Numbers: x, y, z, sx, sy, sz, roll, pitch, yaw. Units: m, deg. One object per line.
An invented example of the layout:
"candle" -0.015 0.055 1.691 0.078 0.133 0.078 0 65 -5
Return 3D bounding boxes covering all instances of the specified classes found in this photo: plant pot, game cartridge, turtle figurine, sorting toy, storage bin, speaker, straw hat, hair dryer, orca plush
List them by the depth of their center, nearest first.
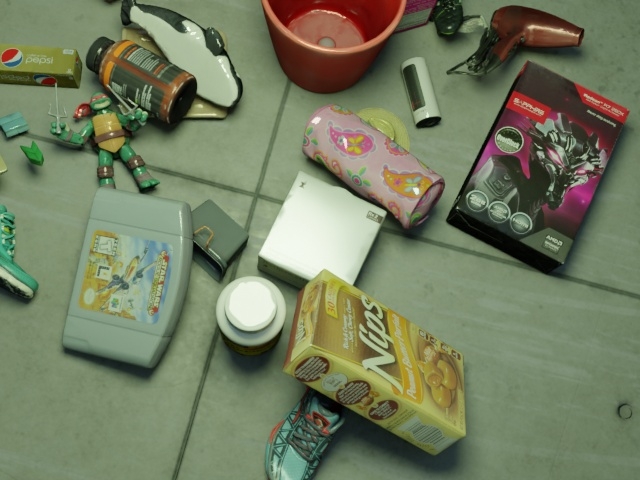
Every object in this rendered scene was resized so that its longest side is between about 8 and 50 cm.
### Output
"game cartridge" -0.331 0.064 1.303 0.198 0.062 0.297 10 86 18
"storage bin" -0.201 -0.010 1.369 0.135 0.098 0.091 41 65 6
"turtle figurine" -0.395 -0.197 1.387 0.175 0.118 0.234 -19 92 5
"plant pot" 0.016 -0.423 1.419 0.274 0.243 0.275 1 75 -4
"orca plush" -0.258 -0.369 1.446 0.287 0.102 0.151 28 116 7
"straw hat" 0.117 -0.211 1.464 0.144 0.061 0.145 1 75 -4
"sorting toy" -0.291 -0.332 1.477 0.208 0.038 0.193 1 75 -10
"speaker" 0.204 -0.299 1.500 0.055 0.055 0.136 -10 76 -8
"hair dryer" 0.385 -0.396 1.502 0.293 0.080 0.224 -11 50 3

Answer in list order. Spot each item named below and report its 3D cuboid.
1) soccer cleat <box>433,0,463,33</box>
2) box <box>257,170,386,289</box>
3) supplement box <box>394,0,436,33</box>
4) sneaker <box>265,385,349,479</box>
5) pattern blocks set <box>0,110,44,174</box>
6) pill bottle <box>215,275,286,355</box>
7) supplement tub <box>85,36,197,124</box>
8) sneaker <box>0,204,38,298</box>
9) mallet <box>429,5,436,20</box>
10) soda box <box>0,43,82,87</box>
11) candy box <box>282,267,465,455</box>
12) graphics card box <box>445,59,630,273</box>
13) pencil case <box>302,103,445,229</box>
"soccer cleat" 0.260 -0.497 1.504 0.060 0.072 0.179 0 60 16
"box" 0.000 0.000 1.366 0.181 0.119 0.182 25 74 2
"supplement box" 0.169 -0.519 1.472 0.113 0.220 0.111 -18 78 -12
"sneaker" -0.015 0.310 1.275 0.104 0.125 0.262 28 74 4
"pattern blocks set" -0.668 -0.126 1.329 0.324 0.026 0.285 -19 51 -16
"pill bottle" -0.119 0.130 1.269 0.117 0.215 0.117 1 74 -4
"supplement tub" -0.336 -0.305 1.381 0.198 0.106 0.106 30 74 6
"sneaker" -0.594 -0.012 1.327 0.110 0.107 0.275 -39 81 -23
"mallet" 0.303 -0.530 1.582 0.062 0.039 0.190 36 76 8
"soda box" -0.563 -0.339 1.437 0.181 0.061 0.058 3 75 -5
"candy box" 0.099 0.204 1.243 0.316 0.087 0.183 33 36 -17
"graphics card box" 0.429 -0.149 1.460 0.232 0.094 0.371 29 75 3
"pencil case" 0.093 -0.142 1.389 0.284 0.124 0.124 37 74 19
